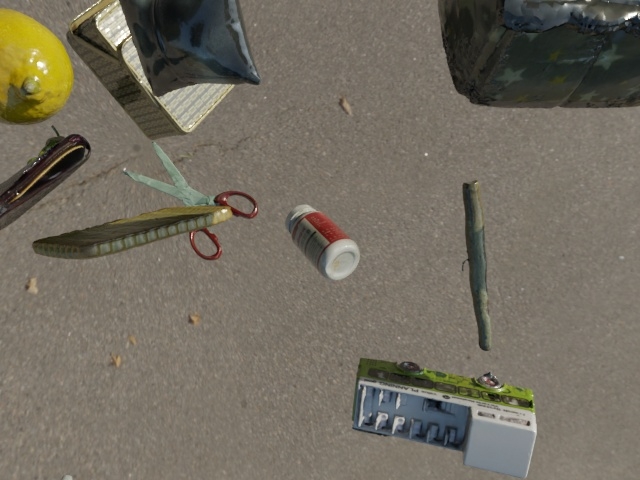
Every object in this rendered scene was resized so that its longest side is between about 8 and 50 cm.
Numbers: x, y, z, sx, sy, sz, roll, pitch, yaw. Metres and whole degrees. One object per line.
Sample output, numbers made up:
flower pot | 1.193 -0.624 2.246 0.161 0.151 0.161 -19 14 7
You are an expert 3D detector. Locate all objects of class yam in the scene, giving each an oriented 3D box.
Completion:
yam | 0.208 0.037 0.660 0.029 0.027 0.234 -10 100 -11

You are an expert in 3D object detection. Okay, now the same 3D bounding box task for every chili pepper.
chili pepper | -0.646 -0.213 1.214 0.072 0.204 0.073 -9 126 1

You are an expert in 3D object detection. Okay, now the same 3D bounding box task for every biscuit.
biscuit | -0.274 -0.016 0.749 0.254 0.172 0.029 -23 109 -48

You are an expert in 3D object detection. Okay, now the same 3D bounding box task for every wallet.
wallet | -0.543 -0.071 0.874 0.221 0.262 0.071 -22 117 25

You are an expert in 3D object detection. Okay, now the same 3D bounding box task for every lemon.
lemon | -0.524 -0.290 0.838 0.187 0.244 0.187 -39 148 -31

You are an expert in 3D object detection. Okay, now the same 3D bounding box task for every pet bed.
pet bed | 0.217 -0.222 0.399 0.211 0.159 0.183 0 70 -6

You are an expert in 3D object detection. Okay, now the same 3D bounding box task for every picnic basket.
picnic basket | -0.379 -0.418 1.141 0.228 0.175 0.313 -56 128 -29

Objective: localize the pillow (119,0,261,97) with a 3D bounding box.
pillow | -0.219 -0.338 0.819 0.106 0.250 0.186 -47 132 -47

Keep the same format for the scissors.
scissors | -0.246 -0.083 0.912 0.247 0.017 0.144 38 76 8

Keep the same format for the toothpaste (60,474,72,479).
toothpaste | -0.338 0.335 0.634 0.024 0.083 0.015 2 105 -13

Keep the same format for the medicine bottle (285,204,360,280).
medicine bottle | 0.000 0.000 1.438 0.131 0.250 0.131 -20 132 -24

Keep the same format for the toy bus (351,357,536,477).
toy bus | 0.202 0.290 0.837 0.301 0.139 0.113 8 105 13
